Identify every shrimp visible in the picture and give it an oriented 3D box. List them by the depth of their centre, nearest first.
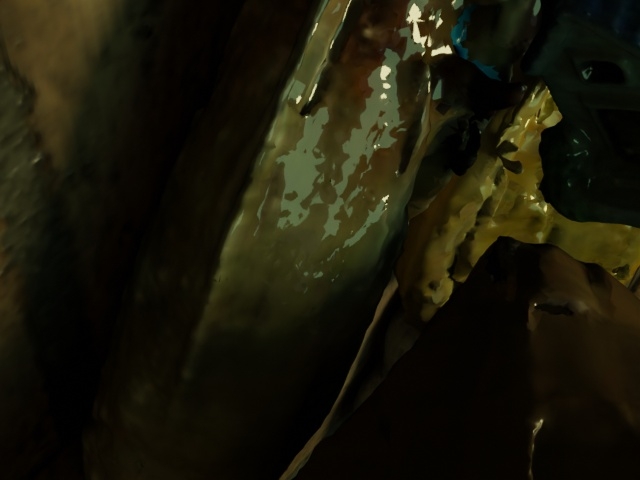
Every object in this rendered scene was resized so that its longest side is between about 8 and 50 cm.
[{"bbox_3d":[0.000,0.000,0.422,0.221,0.110,0.445,-40,158,-51],"label":"shrimp"}]

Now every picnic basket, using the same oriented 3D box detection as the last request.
[{"bbox_3d":[0.119,0.196,0.422,0.293,0.337,0.337,-46,158,-7],"label":"picnic basket"}]

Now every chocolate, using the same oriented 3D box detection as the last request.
[{"bbox_3d":[0.075,0.103,0.772,0.072,0.072,0.167,-24,142,-55],"label":"chocolate"}]

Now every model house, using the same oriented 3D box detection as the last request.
[{"bbox_3d":[0.136,-0.085,0.337,0.148,0.148,0.119,48,63,-44],"label":"model house"}]

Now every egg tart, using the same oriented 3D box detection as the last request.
[{"bbox_3d":[0.161,-0.068,0.582,0.341,0.132,0.341,-56,163,-26],"label":"egg tart"}]
